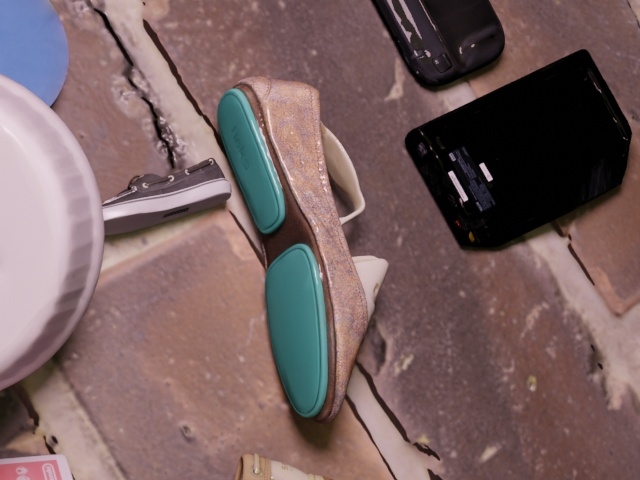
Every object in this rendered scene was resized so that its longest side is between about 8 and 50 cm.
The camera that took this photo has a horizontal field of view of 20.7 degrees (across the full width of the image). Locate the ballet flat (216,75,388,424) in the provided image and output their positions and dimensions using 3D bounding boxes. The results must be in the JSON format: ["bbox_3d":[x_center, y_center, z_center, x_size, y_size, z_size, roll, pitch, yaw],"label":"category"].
[{"bbox_3d":[0.000,0.000,1.534,0.106,0.107,0.316,-7,79,-32],"label":"ballet flat"}]

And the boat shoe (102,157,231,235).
[{"bbox_3d":[-0.145,-0.038,1.521,0.142,0.049,0.040,-15,75,-30],"label":"boat shoe"}]

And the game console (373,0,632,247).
[{"bbox_3d":[0.146,-0.183,1.671,0.213,0.044,0.361,-26,86,-26],"label":"game console"}]

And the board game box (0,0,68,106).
[{"bbox_3d":[-0.303,-0.165,1.505,0.168,0.033,0.133,-3,71,-26],"label":"board game box"}]

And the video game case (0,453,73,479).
[{"bbox_3d":[-0.313,0.247,1.321,0.285,0.025,0.204,-2,37,-21],"label":"video game case"}]

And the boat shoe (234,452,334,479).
[{"bbox_3d":[-0.067,0.313,1.426,0.089,0.104,0.285,24,58,-8],"label":"boat shoe"}]

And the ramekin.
[{"bbox_3d":[-0.310,-0.003,1.343,0.277,0.135,0.277,0,93,-2],"label":"ramekin"}]
